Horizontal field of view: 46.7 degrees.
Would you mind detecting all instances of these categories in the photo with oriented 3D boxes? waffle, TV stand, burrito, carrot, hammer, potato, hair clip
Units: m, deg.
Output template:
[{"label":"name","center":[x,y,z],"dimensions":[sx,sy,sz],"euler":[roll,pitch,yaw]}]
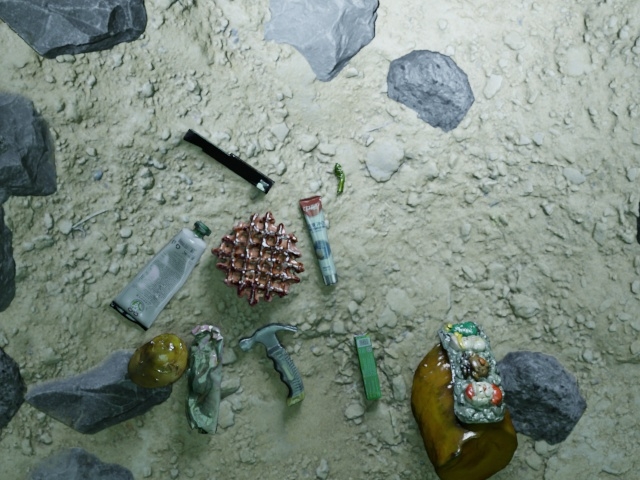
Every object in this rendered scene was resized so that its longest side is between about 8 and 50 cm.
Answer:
[{"label":"waffle","center":[-0.156,0.051,1.922],"dimensions":[0.221,0.055,0.234],"euler":[-37,77,-4]},{"label":"TV stand","center":[-0.235,-0.205,1.914],"dimensions":[0.256,0.049,0.040],"euler":[34,96,-6]},{"label":"burrito","center":[-0.310,0.374,1.977],"dimensions":[0.096,0.066,0.309],"euler":[4,98,0]},{"label":"carrot","center":[0.367,0.460,1.931],"dimensions":[0.242,0.340,0.241],"euler":[-4,128,-5]},{"label":"hammer","center":[-0.103,0.331,1.990],"dimensions":[0.159,0.041,0.226],"euler":[-25,97,4]},{"label":"potato","center":[-0.419,0.315,1.931],"dimensions":[0.176,0.137,0.137],"euler":[-29,98,36]},{"label":"hair clip","center":[0.383,0.307,1.861],"dimensions":[0.138,0.321,0.091],"euler":[-3,131,-3]}]

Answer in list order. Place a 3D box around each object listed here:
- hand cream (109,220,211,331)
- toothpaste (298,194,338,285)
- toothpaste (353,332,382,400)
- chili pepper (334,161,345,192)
[{"label":"hand cream","center":[-0.409,0.088,1.946],"dimensions":[0.121,0.076,0.336],"euler":[41,101,-1]},{"label":"toothpaste","center":[0.000,0.000,1.952],"dimensions":[0.062,0.039,0.239],"euler":[-14,95,7]},{"label":"toothpaste","center":[0.127,0.340,1.999],"dimensions":[0.043,0.037,0.178],"euler":[-12,98,-3]},{"label":"chili pepper","center":[0.051,-0.166,1.939],"dimensions":[0.027,0.022,0.083],"euler":[-8,101,-2]}]
